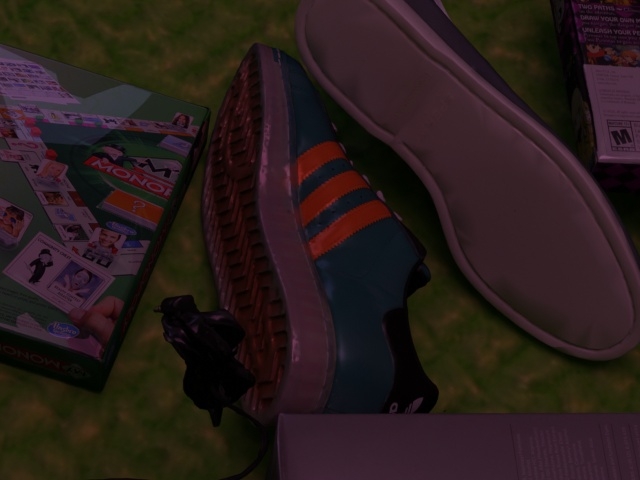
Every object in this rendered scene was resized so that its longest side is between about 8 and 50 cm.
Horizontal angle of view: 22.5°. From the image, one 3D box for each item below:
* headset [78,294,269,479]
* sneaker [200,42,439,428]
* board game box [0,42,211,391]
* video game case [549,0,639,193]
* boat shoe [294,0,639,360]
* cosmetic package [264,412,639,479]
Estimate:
[{"bbox_3d":[-0.169,0.204,0.829,0.243,0.185,0.394,37,71,14],"label":"headset"},{"bbox_3d":[0.000,0.000,1.048,0.121,0.108,0.302,12,48,-25],"label":"sneaker"},{"bbox_3d":[-0.256,-0.044,1.060,0.317,0.046,0.213,18,55,3],"label":"board game box"},{"bbox_3d":[0.285,-0.122,1.136,0.232,0.042,0.210,2,55,-9],"label":"video game case"},{"bbox_3d":[0.117,-0.062,1.086,0.319,0.116,0.099,49,34,7],"label":"boat shoe"},{"bbox_3d":[0.085,0.168,0.928,0.238,0.127,0.107,4,56,-8],"label":"cosmetic package"}]
